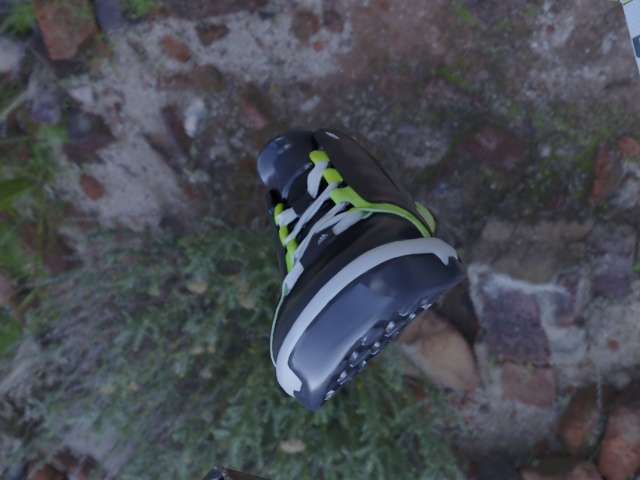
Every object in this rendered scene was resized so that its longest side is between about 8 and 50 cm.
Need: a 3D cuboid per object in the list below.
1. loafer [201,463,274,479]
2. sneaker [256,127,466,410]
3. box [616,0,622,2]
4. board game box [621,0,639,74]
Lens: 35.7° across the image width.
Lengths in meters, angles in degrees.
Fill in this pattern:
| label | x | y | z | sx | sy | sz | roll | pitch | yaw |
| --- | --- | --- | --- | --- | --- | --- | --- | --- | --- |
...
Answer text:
| label | x | y | z | sx | sy | sz | roll | pitch | yaw |
| --- | --- | --- | --- | --- | --- | --- | --- | --- | --- |
| loafer | -0.018 | 0.174 | 0.539 | 0.134 | 0.366 | 0.130 | -44 | 59 | 39 |
| sneaker | 0.000 | 0.000 | 0.436 | 0.097 | 0.084 | 0.235 | 47 | -172 | 0 |
| box | 0.314 | -0.278 | 1.011 | 0.169 | 0.059 | 0.054 | 22 | 177 | 30 |
| board game box | 0.333 | -0.213 | 0.721 | 0.224 | 0.098 | 0.303 | -20 | 77 | 49 |
